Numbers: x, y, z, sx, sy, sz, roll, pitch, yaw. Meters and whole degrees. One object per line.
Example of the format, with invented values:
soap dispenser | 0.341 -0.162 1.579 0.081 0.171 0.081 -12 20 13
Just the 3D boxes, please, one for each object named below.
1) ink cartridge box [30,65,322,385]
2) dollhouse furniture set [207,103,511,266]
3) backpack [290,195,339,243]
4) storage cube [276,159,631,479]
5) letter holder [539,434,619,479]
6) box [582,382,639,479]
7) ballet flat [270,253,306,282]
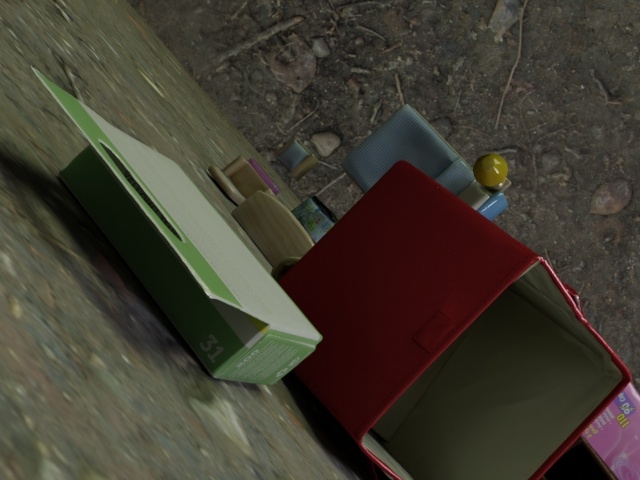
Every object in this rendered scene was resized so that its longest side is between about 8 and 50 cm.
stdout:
ink cartridge box | -0.094 0.003 0.753 0.171 0.056 0.235 50 6 16
dollhouse furniture set | 0.045 -0.091 1.601 0.286 0.303 0.198 51 2 22
backpack | 0.000 0.000 1.913 0.105 0.084 0.114 49 -1 -26
storage cube | 0.090 0.086 0.999 0.183 0.215 0.193 46 -2 -39
letter holder | 0.382 0.423 1.621 0.302 0.152 0.214 47 6 -47
box | 0.363 0.298 1.819 0.213 0.243 0.117 55 2 -9
ballet flat | 0.018 0.090 1.250 0.086 0.086 0.248 47 2 -41
